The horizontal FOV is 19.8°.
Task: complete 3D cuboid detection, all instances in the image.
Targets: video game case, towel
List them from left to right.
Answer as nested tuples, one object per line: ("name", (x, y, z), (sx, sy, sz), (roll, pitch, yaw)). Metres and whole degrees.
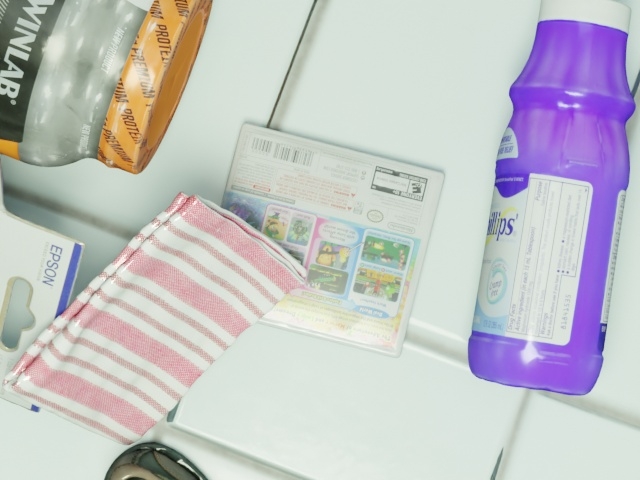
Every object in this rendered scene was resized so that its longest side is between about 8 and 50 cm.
("towel", (-0.115, 0.061, 1.299), (0.197, 0.144, 0.029), (-46, 51, 8))
("video game case", (0.000, 0.000, 1.369), (0.157, 0.019, 0.143), (14, 88, 0))

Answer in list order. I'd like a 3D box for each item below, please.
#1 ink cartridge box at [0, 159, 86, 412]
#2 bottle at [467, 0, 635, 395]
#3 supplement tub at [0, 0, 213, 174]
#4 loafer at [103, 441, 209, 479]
("ink cartridge box", (-0.346, -0.018, 1.303), (0.371, 0.069, 0.175), (23, 129, 3))
("bottle", (0.170, -0.033, 1.318), (0.092, 0.118, 0.282), (9, 89, -7))
("supplement tub", (-0.246, -0.172, 1.291), (0.316, 0.193, 0.193), (21, 88, 1))
("loafer", (-0.056, 0.254, 1.326), (0.267, 0.084, 0.096), (41, 89, 2))
